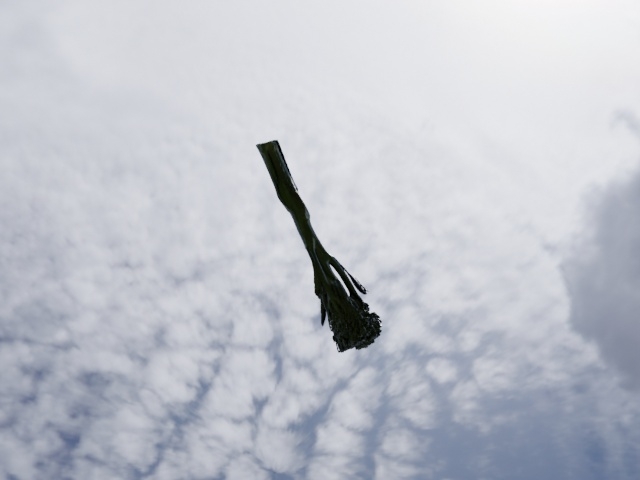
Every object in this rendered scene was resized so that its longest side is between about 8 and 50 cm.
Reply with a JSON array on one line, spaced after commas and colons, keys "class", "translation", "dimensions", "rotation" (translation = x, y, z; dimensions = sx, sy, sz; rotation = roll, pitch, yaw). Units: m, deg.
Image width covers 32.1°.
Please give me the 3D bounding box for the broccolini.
[{"class": "broccolini", "translation": [0.000, 0.000, 0.664], "dimensions": [0.035, 0.030, 0.140], "rotation": [-21, -98, -14]}]
